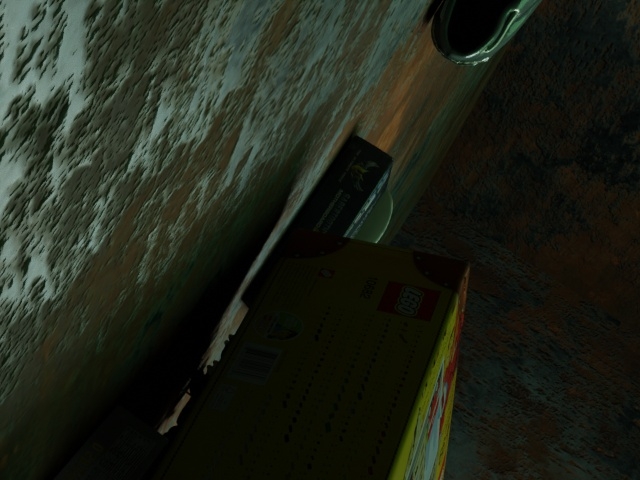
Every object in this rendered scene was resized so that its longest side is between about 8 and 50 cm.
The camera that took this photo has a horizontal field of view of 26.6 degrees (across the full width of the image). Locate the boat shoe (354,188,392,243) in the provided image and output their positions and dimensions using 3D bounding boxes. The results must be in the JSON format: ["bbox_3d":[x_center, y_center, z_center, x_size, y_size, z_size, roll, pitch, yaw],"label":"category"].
[{"bbox_3d":[0.005,0.019,1.752,0.227,0.079,0.081,-51,-176,-11],"label":"boat shoe"}]

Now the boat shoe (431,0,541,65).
[{"bbox_3d":[0.233,-0.325,1.483,0.319,0.116,0.099,-53,-179,18],"label":"boat shoe"}]

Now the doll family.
[{"bbox_3d":[-0.114,0.172,1.490,0.111,0.076,0.193,-64,180,-29],"label":"doll family"}]

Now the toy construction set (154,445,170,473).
[{"bbox_3d":[-0.181,0.330,1.387,0.327,0.151,0.215,-63,156,-43],"label":"toy construction set"}]

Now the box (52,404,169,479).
[{"bbox_3d":[-0.225,0.268,1.095,0.231,0.056,0.183,-52,172,-44],"label":"box"}]

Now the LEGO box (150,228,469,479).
[{"bbox_3d":[-0.015,0.282,1.278,0.500,0.193,0.372,-62,159,-54],"label":"LEGO box"}]

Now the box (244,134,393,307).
[{"bbox_3d":[0.000,0.000,1.596,0.232,0.059,0.183,-56,177,-6],"label":"box"}]
